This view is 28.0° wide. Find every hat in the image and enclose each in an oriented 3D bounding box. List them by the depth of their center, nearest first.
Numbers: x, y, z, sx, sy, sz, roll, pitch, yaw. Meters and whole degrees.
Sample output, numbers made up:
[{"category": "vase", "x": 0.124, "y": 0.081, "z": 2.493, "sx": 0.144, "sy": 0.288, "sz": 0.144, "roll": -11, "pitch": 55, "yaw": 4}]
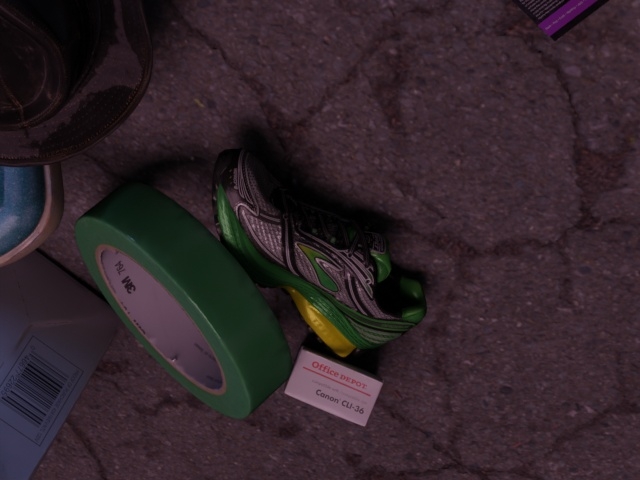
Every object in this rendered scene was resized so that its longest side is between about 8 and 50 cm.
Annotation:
[{"category": "hat", "x": -0.330, "y": -0.210, "z": 1.293, "sx": 0.331, "sy": 0.134, "sz": 0.331, "roll": 0, "pitch": 113, "yaw": 0}]

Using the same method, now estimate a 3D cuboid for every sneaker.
[{"category": "sneaker", "x": 0.000, "y": 0.000, "z": 1.544, "sx": 0.146, "sy": 0.134, "sz": 0.343, "roll": -27, "pitch": 127, "yaw": 30}]

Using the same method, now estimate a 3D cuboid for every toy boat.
[{"category": "toy boat", "x": -0.357, "y": -0.133, "z": 1.486, "sx": 0.318, "sy": 0.268, "sz": 0.148, "roll": -33, "pitch": 159, "yaw": 20}]

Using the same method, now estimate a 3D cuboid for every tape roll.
[{"category": "tape roll", "x": -0.172, "y": 0.076, "z": 1.593, "sx": 0.321, "sy": 0.077, "sz": 0.321, "roll": 40, "pitch": 157, "yaw": 21}]

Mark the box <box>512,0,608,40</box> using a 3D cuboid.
[{"category": "box", "x": 0.216, "y": -0.283, "z": 1.245, "sx": 0.162, "sy": 0.029, "sz": 0.116, "roll": 39, "pitch": 132, "yaw": -18}]

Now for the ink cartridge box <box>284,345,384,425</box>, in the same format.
[{"category": "ink cartridge box", "x": 0.015, "y": 0.187, "z": 1.662, "sx": 0.115, "sy": 0.067, "sz": 0.198, "roll": 22, "pitch": 175, "yaw": 1}]

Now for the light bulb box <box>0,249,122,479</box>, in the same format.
[{"category": "light bulb box", "x": -0.511, "y": 0.234, "z": 1.781, "sx": 0.225, "sy": 0.358, "sz": 0.361, "roll": 39, "pitch": 134, "yaw": -14}]
